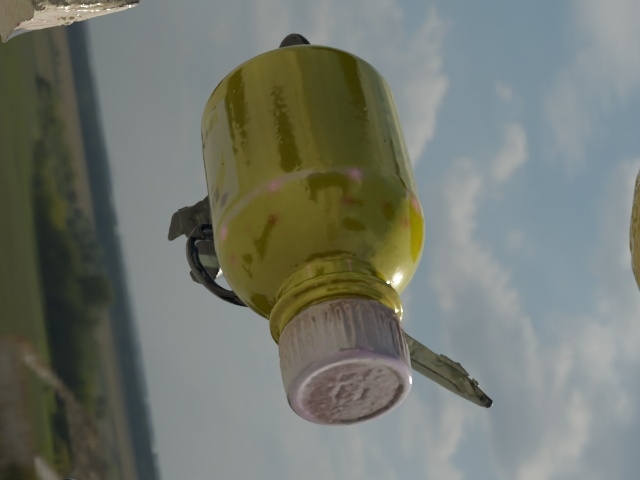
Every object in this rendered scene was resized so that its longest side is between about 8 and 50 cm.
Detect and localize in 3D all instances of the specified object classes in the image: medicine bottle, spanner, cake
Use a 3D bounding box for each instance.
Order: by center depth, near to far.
[{"bbox_3d":[0.000,0.000,0.834,0.122,0.121,0.212,91,-9,-48],"label":"medicine bottle"},{"bbox_3d":[-0.197,-0.191,1.130,0.065,0.121,0.052,-25,-94,41],"label":"cake"},{"bbox_3d":[-0.083,-0.085,1.523,0.087,0.024,0.316,44,-53,22],"label":"spanner"}]

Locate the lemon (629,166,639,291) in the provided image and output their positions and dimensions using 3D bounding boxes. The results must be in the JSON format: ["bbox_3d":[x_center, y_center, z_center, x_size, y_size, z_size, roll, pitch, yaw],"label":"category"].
[{"bbox_3d":[0.402,-0.005,1.116,0.336,0.336,0.336,171,-90,-82],"label":"lemon"}]

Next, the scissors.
[{"bbox_3d":[0.022,0.061,1.281,0.109,0.300,0.022,-55,174,-29],"label":"scissors"}]

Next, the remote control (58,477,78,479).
[{"bbox_3d":[-0.166,0.296,1.404,0.377,0.044,0.107,41,42,-69],"label":"remote control"}]
